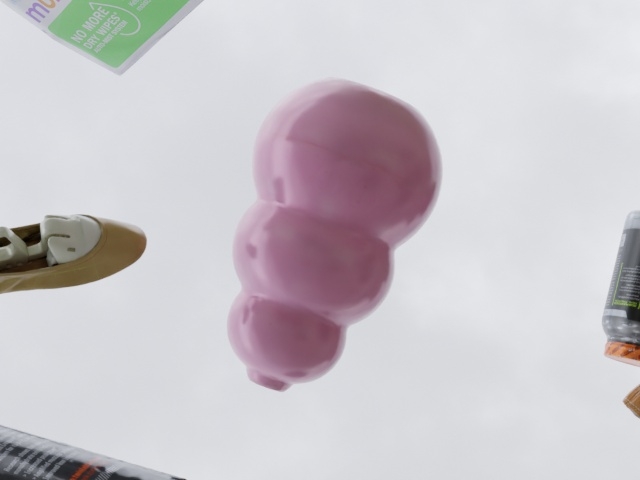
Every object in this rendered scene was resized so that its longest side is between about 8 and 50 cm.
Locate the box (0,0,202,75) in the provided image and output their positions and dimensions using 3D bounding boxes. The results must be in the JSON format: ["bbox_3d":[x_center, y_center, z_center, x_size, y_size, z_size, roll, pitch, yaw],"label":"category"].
[{"bbox_3d":[-0.070,-0.263,0.686,0.126,0.262,0.231,33,-127,-24],"label":"box"}]

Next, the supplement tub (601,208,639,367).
[{"bbox_3d":[0.422,0.064,1.490,0.117,0.117,0.190,18,-97,-18],"label":"supplement tub"}]

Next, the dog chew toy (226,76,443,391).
[{"bbox_3d":[0.000,0.000,1.268,0.206,0.206,0.332,21,-91,-18],"label":"dog chew toy"}]

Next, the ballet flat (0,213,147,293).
[{"bbox_3d":[-0.294,0.012,1.205,0.232,0.073,0.080,-14,-127,-7],"label":"ballet flat"}]

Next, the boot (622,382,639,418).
[{"bbox_3d":[0.438,0.156,1.159,0.220,0.109,0.283,-47,-57,0],"label":"boot"}]

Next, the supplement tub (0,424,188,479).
[{"bbox_3d":[-0.147,0.135,0.531,0.197,0.106,0.106,14,-92,15],"label":"supplement tub"}]
